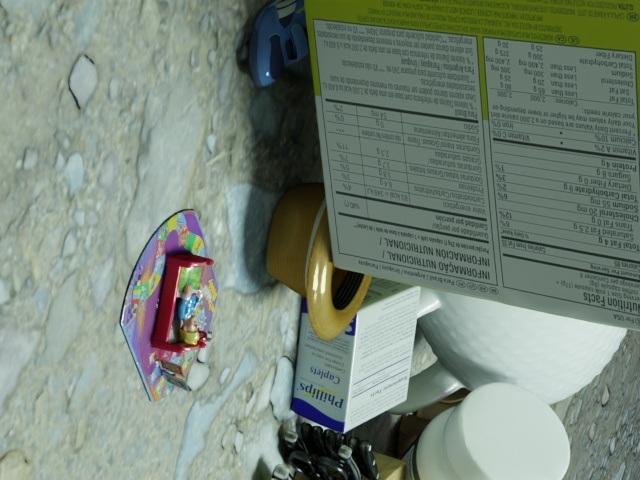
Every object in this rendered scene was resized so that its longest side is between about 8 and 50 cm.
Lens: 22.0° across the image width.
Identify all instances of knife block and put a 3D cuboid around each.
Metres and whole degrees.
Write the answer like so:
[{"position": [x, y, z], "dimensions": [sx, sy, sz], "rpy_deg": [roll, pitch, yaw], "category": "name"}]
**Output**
[{"position": [0.002, 0.322, 1.764], "dimensions": [0.242, 0.088, 0.276], "rpy_deg": [-26, 127, -61], "category": "knife block"}]

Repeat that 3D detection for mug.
[{"position": [0.195, 0.061, 1.893], "dimensions": [0.374, 0.276, 0.328], "rpy_deg": [-32, 145, -17], "category": "mug"}]

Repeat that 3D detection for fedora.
[{"position": [0.000, 0.000, 1.579], "dimensions": [0.194, 0.079, 0.194], "rpy_deg": [10, 90, -72], "category": "fedora"}]

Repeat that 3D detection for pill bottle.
[{"position": [0.162, 0.288, 1.888], "dimensions": [0.161, 0.161, 0.283], "rpy_deg": [-55, 179, -42], "category": "pill bottle"}]

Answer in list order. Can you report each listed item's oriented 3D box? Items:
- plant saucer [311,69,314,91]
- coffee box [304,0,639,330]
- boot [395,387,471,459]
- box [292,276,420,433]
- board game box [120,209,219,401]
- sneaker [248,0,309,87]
[{"position": [0.065, -0.224, 1.582], "dimensions": [0.188, 0.045, 0.188], "rpy_deg": [-1, 105, -43], "category": "plant saucer"}, {"position": [0.223, -0.153, 1.450], "dimensions": [0.337, 0.338, 0.334], "rpy_deg": [-30, 121, -45], "category": "coffee box"}, {"position": [0.153, 0.267, 2.124], "dimensions": [0.197, 0.073, 0.152], "rpy_deg": [-32, 132, -44], "category": "boot"}, {"position": [0.037, 0.113, 1.722], "dimensions": [0.126, 0.072, 0.137], "rpy_deg": [-19, 120, -53], "category": "box"}, {"position": [-0.112, 0.058, 1.402], "dimensions": [0.169, 0.033, 0.133], "rpy_deg": [78, 34, -48], "category": "board game box"}, {"position": [-0.017, -0.189, 1.450], "dimensions": [0.144, 0.059, 0.053], "rpy_deg": [-60, 155, -33], "category": "sneaker"}]
